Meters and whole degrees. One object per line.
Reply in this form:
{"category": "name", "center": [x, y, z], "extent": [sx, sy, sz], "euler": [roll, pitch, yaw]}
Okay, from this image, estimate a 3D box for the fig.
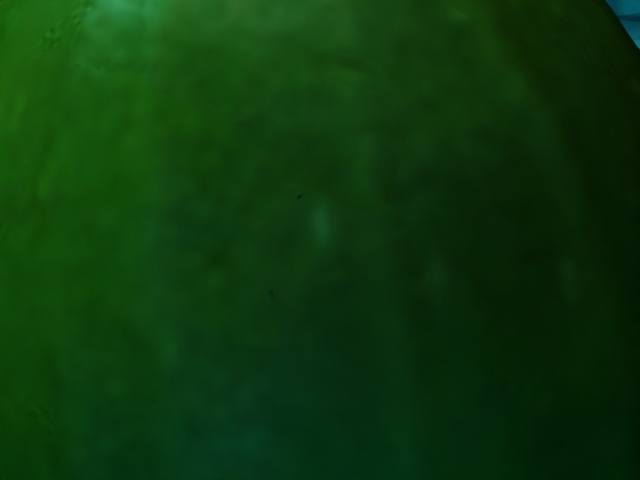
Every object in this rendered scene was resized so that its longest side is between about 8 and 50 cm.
{"category": "fig", "center": [0.000, 0.000, 0.556], "extent": [0.316, 0.316, 0.316], "euler": [-6, 12, 1]}
